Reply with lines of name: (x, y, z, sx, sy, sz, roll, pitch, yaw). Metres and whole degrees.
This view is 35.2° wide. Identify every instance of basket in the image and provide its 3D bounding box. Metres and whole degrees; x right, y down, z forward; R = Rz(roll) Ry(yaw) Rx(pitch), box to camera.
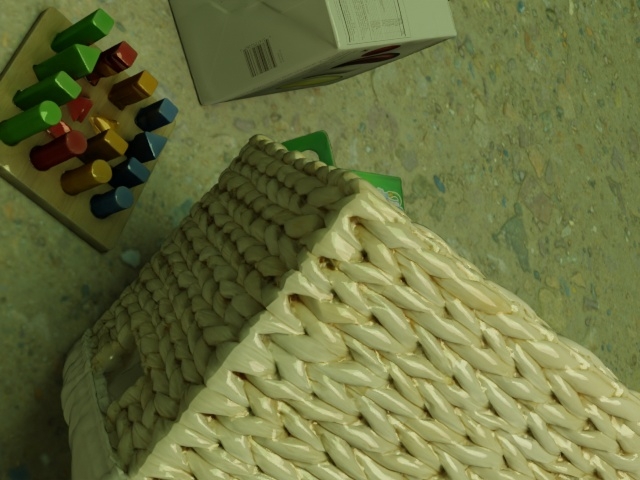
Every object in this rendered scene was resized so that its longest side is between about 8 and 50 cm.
basket: (0.015, 0.119, 0.750, 0.331, 0.328, 0.266, 35, 90, -19)

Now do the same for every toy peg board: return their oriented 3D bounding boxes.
toy peg board: (-0.193, -0.104, 0.872, 0.161, 0.079, 0.161, 43, 51, -31)

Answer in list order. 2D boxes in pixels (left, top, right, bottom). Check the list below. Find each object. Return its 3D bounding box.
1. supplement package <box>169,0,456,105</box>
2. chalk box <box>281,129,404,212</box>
supplement package: (-0.009, -0.242, 1.025, 0.203, 0.194, 0.149, -19, 94, -48)
chalk box: (0.000, 0.000, 1.013, 0.132, 0.132, 0.213, 5, 76, -46)
